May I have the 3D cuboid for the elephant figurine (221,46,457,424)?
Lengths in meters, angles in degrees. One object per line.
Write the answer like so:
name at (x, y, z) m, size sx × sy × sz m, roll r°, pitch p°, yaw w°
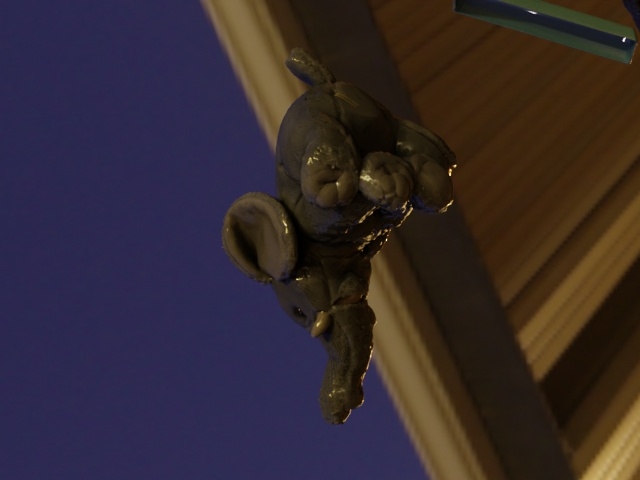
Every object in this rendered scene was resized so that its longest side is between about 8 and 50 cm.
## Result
elephant figurine at (0.000, 0.000, 1.255) m, size 0.169 × 0.239 × 0.186 m, roll 22°, pitch -146°, yaw -9°

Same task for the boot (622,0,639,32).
boot at (0.526, -0.477, 2.128) m, size 0.260 × 0.131 × 0.348 m, roll 32°, pitch -87°, yaw -47°

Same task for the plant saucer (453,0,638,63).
plant saucer at (0.228, -0.224, 1.491) m, size 0.067 × 0.192 × 0.018 m, roll 69°, pitch -139°, yaw -76°
